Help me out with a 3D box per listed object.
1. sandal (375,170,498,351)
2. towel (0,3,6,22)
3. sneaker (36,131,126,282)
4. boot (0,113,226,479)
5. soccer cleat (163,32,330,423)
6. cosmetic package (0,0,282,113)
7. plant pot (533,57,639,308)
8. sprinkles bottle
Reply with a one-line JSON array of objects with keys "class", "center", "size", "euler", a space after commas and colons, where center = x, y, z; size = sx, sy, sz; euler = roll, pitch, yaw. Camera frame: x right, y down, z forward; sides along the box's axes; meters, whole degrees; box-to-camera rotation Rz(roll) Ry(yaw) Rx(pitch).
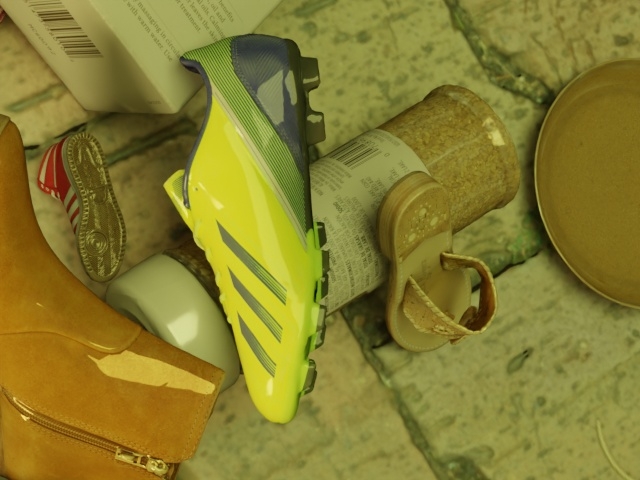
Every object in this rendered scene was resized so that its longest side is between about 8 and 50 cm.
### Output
[{"class": "sandal", "center": [0.104, 0.044, 1.365], "size": [0.088, 0.240, 0.079], "euler": [-39, 56, -15]}, {"class": "towel", "center": [-0.424, -0.184, 1.278], "size": [0.329, 0.037, 0.237], "euler": [31, 70, -16]}, {"class": "sneaker", "center": [-0.190, -0.025, 1.341], "size": [0.042, 0.067, 0.118], "euler": [-12, 94, -31]}, {"class": "boot", "center": [-0.169, 0.063, 1.233], "size": [0.211, 0.104, 0.295], "euler": [14, 117, 1]}, {"class": "soccer cleat", "center": [-0.055, -0.009, 1.256], "size": [0.121, 0.093, 0.289], "euler": [-2, 89, -1]}, {"class": "cosmetic package", "center": [-0.089, -0.291, 1.349], "size": [0.365, 0.155, 0.197], "euler": [-49, 120, -23]}, {"class": "plant pot", "center": [0.294, -0.051, 1.569], "size": [0.236, 0.032, 0.236], "euler": [4, 80, -23]}, {"class": "sprinkles bottle", "center": [0.000, 0.000, 1.384], "size": [0.355, 0.121, 0.121], "euler": [-32, 95, -24]}]
